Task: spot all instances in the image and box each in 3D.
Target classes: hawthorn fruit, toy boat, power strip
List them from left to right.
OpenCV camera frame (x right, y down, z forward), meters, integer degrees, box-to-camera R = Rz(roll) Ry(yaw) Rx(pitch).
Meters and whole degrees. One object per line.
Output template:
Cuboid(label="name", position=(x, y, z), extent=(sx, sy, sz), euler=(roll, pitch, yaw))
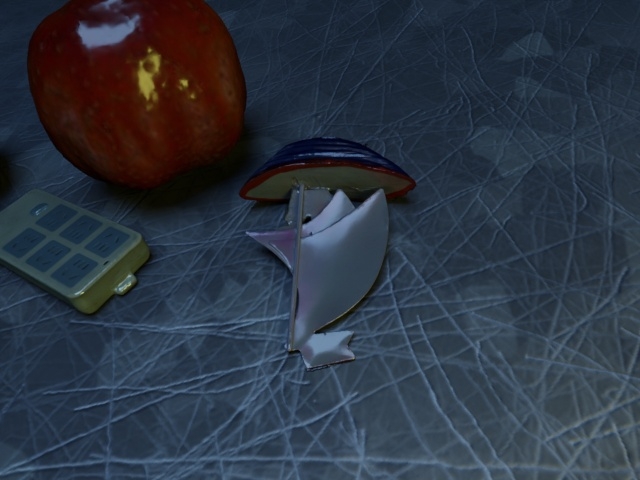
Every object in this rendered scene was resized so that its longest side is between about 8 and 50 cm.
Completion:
Cuboid(label="power strip", position=(-0.353, 0.006, 0.672), extent=(0.271, 0.046, 0.118), euler=(20, 56, 27))
Cuboid(label="hawthorn fruit", position=(-0.259, -0.238, 0.681), extent=(0.287, 0.330, 0.287), euler=(-13, 37, 10))
Cuboid(label="toy boat", position=(0.023, -0.017, 0.603), extent=(0.219, 0.071, 0.318), euler=(-22, 52, -3))
